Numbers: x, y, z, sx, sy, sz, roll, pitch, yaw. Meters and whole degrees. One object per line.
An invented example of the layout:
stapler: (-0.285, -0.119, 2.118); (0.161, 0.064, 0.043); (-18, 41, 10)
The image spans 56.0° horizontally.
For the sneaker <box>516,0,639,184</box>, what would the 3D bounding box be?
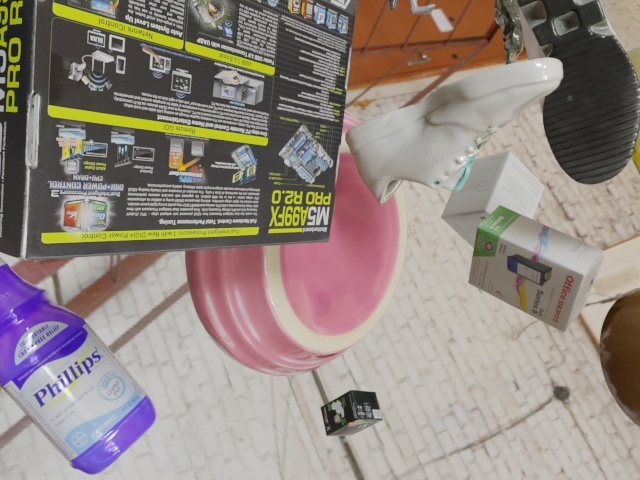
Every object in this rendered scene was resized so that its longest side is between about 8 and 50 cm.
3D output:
sneaker: (0.350, -0.240, 0.828); (0.146, 0.122, 0.331); (-13, 91, -70)

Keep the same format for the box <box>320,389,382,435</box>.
box: (0.052, 0.295, 1.025); (0.083, 0.062, 0.052); (-38, -129, 35)

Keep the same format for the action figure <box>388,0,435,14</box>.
action figure: (0.155, -0.756, 1.502); (0.330, 0.178, 0.341); (59, 14, 21)

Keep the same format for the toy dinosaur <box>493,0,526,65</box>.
toy dinosaur: (0.339, -0.405, 1.080); (0.064, 0.118, 0.268); (-24, -123, 27)

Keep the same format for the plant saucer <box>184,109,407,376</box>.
plant saucer: (0.000, 0.000, 0.705); (0.084, 0.332, 0.332); (9, -65, 41)

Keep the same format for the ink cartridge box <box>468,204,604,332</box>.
ink cartridge box: (0.401, 0.051, 1.142); (0.212, 0.093, 0.154); (29, -41, 30)

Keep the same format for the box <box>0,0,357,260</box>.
box: (-0.081, -0.103, 0.410); (0.060, 0.270, 0.216); (12, -80, 36)

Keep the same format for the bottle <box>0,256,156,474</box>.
bottle: (-0.326, 0.144, 0.725); (0.283, 0.118, 0.092); (53, -33, -7)

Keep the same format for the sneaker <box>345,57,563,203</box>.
sneaker: (0.125, -0.093, 0.550); (0.212, 0.080, 0.094); (-18, -88, 41)

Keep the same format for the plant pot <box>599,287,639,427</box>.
plant pot: (0.568, 0.156, 0.826); (0.254, 0.237, 0.237); (133, -62, -70)

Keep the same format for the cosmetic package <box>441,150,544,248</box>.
cosmetic package: (0.426, -0.094, 1.489); (0.151, 0.184, 0.151); (39, -23, -25)

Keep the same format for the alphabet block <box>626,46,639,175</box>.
alphabet block: (0.567, -0.179, 0.887); (0.193, 0.192, 0.197); (-16, -128, 36)
